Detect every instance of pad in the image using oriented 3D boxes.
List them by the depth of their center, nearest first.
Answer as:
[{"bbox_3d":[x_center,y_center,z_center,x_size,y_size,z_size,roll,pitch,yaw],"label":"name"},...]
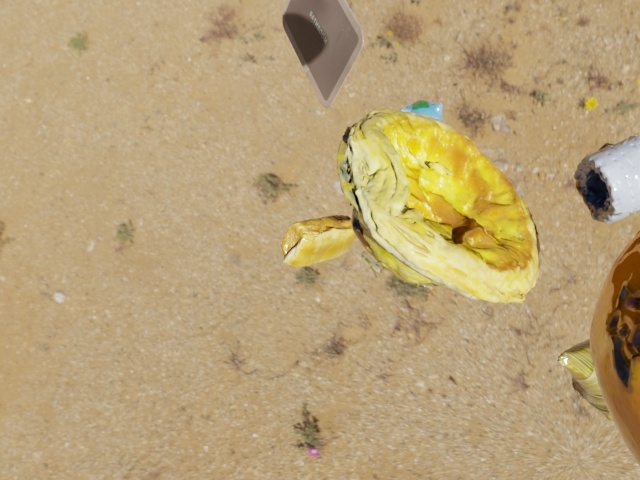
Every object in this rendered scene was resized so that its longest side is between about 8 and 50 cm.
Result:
[{"bbox_3d":[-0.003,-0.391,1.184,0.176,0.002,0.266,-56,49,46],"label":"pad"}]

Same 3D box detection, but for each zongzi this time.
[{"bbox_3d":[0.596,0.199,1.238,0.286,0.288,0.134,-44,42,9],"label":"zongzi"}]

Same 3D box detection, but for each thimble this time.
[{"bbox_3d":[0.535,-0.108,1.143,0.117,0.151,0.127,-24,82,0],"label":"thimble"}]

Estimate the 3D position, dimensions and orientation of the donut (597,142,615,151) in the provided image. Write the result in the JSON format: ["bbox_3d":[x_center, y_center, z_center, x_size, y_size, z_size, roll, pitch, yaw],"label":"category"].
[{"bbox_3d":[0.699,-0.145,1.448,0.152,0.101,0.259,-37,25,-17],"label":"donut"}]

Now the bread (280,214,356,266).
[{"bbox_3d":[0.000,0.000,1.003,0.053,0.132,0.074,54,127,25],"label":"bread"}]

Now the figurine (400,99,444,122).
[{"bbox_3d":[0.248,-0.248,1.542,0.114,0.144,0.178,-7,106,19],"label":"figurine"}]

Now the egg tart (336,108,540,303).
[{"bbox_3d":[0.109,-0.028,0.635,0.106,0.241,0.241,-49,56,39],"label":"egg tart"}]

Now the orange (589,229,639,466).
[{"bbox_3d":[0.377,0.094,0.506,0.311,0.312,0.312,-7,70,20],"label":"orange"}]
